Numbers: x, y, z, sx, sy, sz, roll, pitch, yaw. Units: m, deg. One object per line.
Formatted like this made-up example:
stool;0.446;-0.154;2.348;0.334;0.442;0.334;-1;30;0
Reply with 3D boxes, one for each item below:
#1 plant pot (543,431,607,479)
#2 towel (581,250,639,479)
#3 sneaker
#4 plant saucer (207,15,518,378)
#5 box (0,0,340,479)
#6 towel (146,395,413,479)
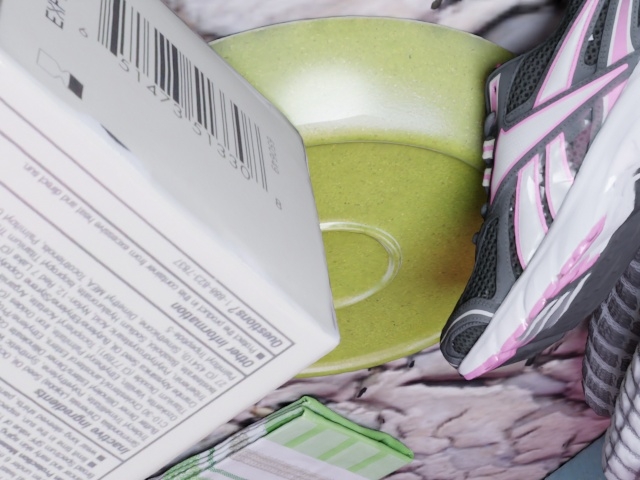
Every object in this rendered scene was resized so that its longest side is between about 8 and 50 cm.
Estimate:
plant pot;0.305;0.238;0.804;0.247;0.252;0.248;11;139;-27
towel;0.276;0.018;0.608;0.284;0.121;0.235;-6;143;-4
sneaker;0.091;-0.032;0.499;0.072;0.077;0.178;1;124;-57
plant saucer;0.000;0.000;0.579;0.241;0.037;0.241;-7;146;-5
box;-0.131;0.018;0.441;0.232;0.126;0.148;-35;124;18
towel;-0.034;0.143;0.789;0.152;0.023;0.113;-31;142;24
